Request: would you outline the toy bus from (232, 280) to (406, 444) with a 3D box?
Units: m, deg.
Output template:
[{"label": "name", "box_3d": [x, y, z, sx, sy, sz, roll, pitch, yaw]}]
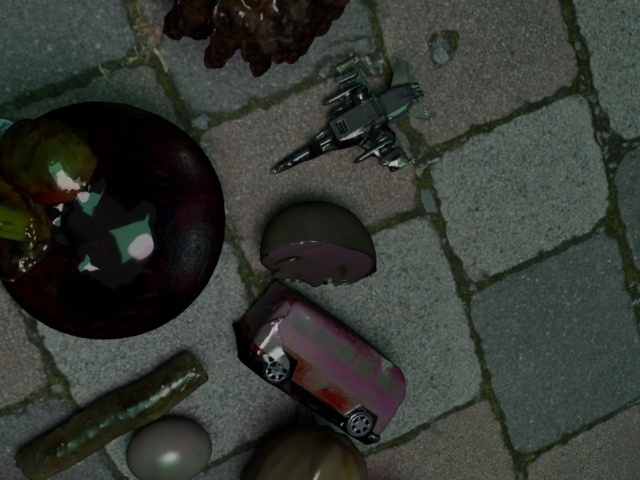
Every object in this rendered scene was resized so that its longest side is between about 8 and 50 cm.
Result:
[{"label": "toy bus", "box_3d": [0.006, 0.202, 1.084, 0.303, 0.127, 0.147, 37, 89, -21]}]

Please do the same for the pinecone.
[{"label": "pinecone", "box_3d": [-0.095, -0.364, 0.842, 0.296, 0.242, 0.298, 31, 96, -12]}]

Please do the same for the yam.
[{"label": "yam", "box_3d": [-0.323, 0.278, 1.047, 0.317, 0.067, 0.071, -31, 138, -6]}]

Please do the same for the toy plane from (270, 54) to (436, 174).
[{"label": "toy plane", "box_3d": [0.038, -0.168, 1.014, 0.262, 0.088, 0.192, -28, 83, -3]}]

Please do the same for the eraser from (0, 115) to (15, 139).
[{"label": "eraser", "box_3d": [-0.467, -0.062, 0.931, 0.082, 0.036, 0.225, 32, 94, -23]}]

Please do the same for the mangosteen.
[{"label": "mangosteen", "box_3d": [-0.280, -0.025, 0.827, 0.306, 0.359, 0.305, 0, 89, 12]}]

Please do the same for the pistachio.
[{"label": "pistachio", "box_3d": [-0.036, 0.397, 1.063, 0.166, 0.197, 0.288, 37, 130, 2]}]

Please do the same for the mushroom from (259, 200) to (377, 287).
[{"label": "mushroom", "box_3d": [0.000, 0.000, 1.037, 0.188, 0.141, 0.117, 18, 66, -29]}]

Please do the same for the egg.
[{"label": "egg", "box_3d": [-0.240, 0.336, 1.066, 0.135, 0.103, 0.103, -3, 106, -16]}]
